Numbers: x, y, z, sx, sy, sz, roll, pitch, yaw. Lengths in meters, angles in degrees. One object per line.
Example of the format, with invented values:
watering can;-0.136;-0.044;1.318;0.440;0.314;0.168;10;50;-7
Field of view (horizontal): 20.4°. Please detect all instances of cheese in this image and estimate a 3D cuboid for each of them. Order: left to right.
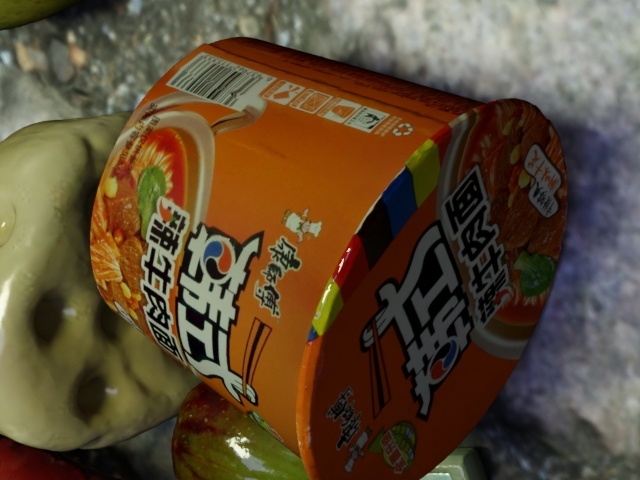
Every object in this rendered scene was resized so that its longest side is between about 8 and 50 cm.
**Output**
cheese;-0.150;0.031;1.162;0.117;0.235;0.218;3;142;46

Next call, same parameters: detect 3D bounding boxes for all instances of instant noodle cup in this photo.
instant noodle cup;0.000;0.000;1.047;0.192;0.250;0.250;28;113;31

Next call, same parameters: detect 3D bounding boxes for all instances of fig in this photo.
fig;-0.023;0.142;1.124;0.154;0.109;0.103;24;84;24

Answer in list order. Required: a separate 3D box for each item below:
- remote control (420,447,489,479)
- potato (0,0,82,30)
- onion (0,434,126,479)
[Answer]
remote control;0.008;0.189;1.191;0.233;0.038;0.098;-5;99;30
potato;-0.161;-0.222;1.145;0.111;0.160;0.271;41;120;-11
onion;-0.219;0.195;1.216;0.248;0.248;0.161;9;85;28
